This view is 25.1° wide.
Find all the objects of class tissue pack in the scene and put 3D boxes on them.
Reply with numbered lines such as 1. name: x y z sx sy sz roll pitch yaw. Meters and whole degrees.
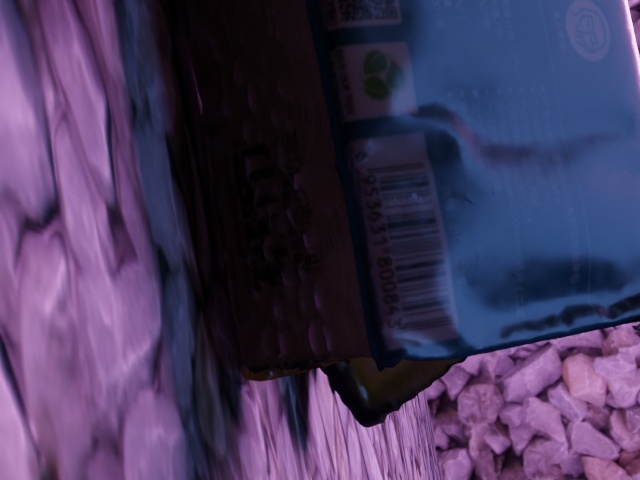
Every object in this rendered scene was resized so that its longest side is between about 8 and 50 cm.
1. tissue pack: 0.042 -0.079 0.661 0.134 0.192 0.271 -16 -99 53

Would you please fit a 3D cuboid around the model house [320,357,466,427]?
1. model house: 0.063 0.002 0.876 0.194 0.170 0.211 -93 -169 -64
